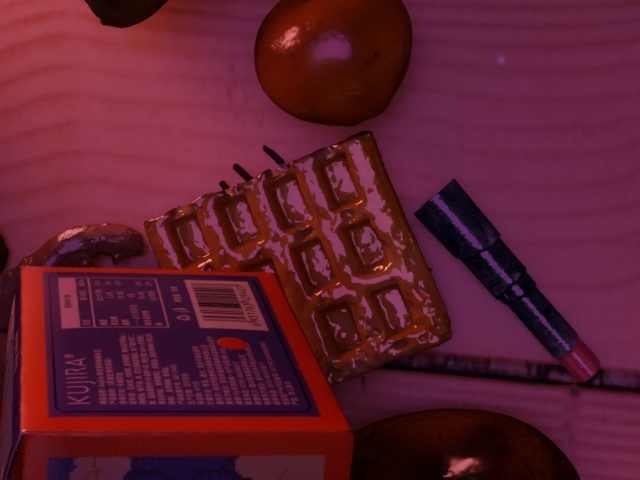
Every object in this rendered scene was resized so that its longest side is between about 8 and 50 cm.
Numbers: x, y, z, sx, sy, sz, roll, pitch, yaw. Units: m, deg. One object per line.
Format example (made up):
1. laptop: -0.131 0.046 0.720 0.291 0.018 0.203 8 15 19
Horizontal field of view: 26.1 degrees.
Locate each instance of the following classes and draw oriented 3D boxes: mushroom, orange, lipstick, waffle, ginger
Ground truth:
1. mushroom: 0.093 0.281 1.286 0.267 0.267 0.254 25 124 5
2. orange: 0.016 -0.179 1.325 0.159 0.159 0.136 -27 120 4
3. lipstick: 0.189 0.042 1.347 0.053 0.053 0.234 -42 87 2
4. waffle: -0.021 0.037 1.351 0.248 0.055 0.221 -21 91 9
5. ginger: -0.261 0.033 1.388 0.173 0.051 0.069 -38 89 5

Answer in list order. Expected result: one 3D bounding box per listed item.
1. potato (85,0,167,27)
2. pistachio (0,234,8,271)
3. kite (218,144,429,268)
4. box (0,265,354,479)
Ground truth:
1. potato: -0.157 -0.374 1.318 0.218 0.202 0.351 23 98 17
2. pistachio: -0.405 0.023 1.400 0.173 0.049 0.089 -17 86 4
3. kite: 0.000 0.000 1.385 0.127 0.016 0.229 -41 88 -1
4. box: -0.144 0.223 1.156 0.257 0.349 0.318 3 109 -13
